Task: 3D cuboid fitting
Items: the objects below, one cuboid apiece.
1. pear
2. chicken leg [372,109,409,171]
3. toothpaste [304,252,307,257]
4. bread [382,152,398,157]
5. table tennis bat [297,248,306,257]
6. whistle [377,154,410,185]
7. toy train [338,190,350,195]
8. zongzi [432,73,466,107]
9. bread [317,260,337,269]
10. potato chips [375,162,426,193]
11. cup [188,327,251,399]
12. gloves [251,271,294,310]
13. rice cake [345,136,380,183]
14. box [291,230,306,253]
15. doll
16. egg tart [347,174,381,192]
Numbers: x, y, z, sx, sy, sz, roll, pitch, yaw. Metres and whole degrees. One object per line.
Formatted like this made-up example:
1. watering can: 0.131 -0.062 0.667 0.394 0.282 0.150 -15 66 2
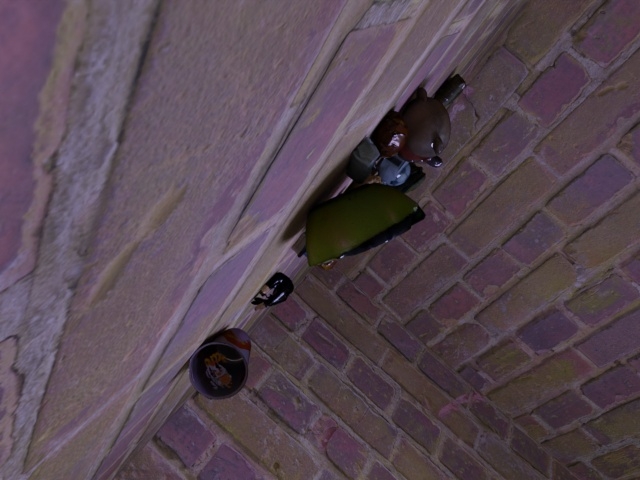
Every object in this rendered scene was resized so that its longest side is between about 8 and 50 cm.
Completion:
1. pear: 0.104 -0.067 1.420 0.399 0.165 0.399 -24 -177 1
2. chicken leg: 0.186 -0.282 1.449 0.113 0.093 0.304 -60 -176 -19
3. toothpaste: 0.000 0.000 2.311 0.066 0.053 0.272 -41 172 -39
4. bread: 0.220 -0.316 1.554 0.082 0.060 0.113 -20 163 -15
5. table tennis bat: -0.030 -0.004 2.106 0.150 0.027 0.236 -48 177 -46
6. whistle: 0.360 -0.355 2.185 0.290 0.163 0.163 -53 176 2
7. toy train: 0.074 -0.099 1.770 0.178 0.104 0.071 -49 180 7
8. zongzi: 0.549 -0.645 2.103 0.187 0.084 0.184 -43 -172 17
9. bread: 0.097 -0.044 2.121 0.380 0.109 0.185 -55 163 -16
10. potato chips: 0.313 -0.257 2.353 0.429 0.070 0.358 -42 -154 -12
11. cup: -0.334 0.413 1.690 0.203 0.203 0.288 -50 -177 3
12. gloves: -0.190 0.222 1.892 0.181 0.106 0.129 -52 180 -28
13. rice cake: 0.121 -0.221 1.367 0.063 0.069 0.206 -48 178 -10
14. box: -0.058 0.000 1.730 0.083 0.035 0.079 -51 176 29
15. doll: 0.328 -0.359 1.596 0.174 0.235 0.330 -13 173 -7
16. egg tart: 0.148 -0.180 1.931 0.232 0.098 0.252 -35 163 -49
